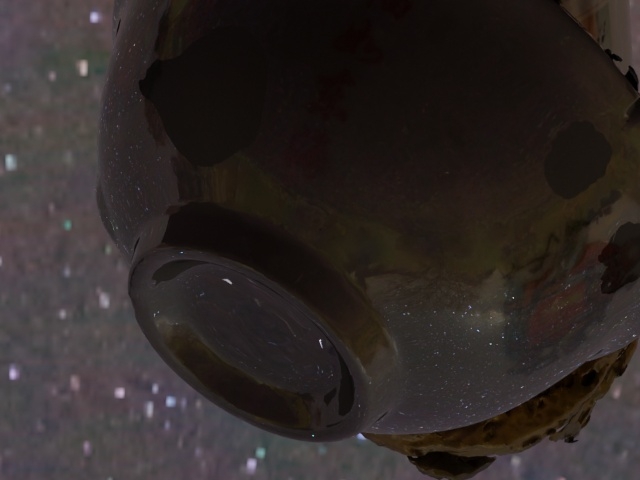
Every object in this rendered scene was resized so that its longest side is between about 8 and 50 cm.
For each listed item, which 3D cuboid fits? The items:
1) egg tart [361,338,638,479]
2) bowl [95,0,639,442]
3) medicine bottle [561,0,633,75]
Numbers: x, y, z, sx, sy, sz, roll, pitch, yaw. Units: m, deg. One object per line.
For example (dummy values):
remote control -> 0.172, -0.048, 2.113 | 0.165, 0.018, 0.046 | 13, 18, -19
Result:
egg tart -> 0.096, 0.021, 1.337 | 0.297, 0.132, 0.297 | 2, -94, -24
bowl -> 0.000, 0.000, 0.985 | 0.345, 0.345, 0.157 | 25, -124, 15
medicine bottle -> 0.083, -0.131, 0.999 | 0.124, 0.324, 0.179 | 12, -150, 42
